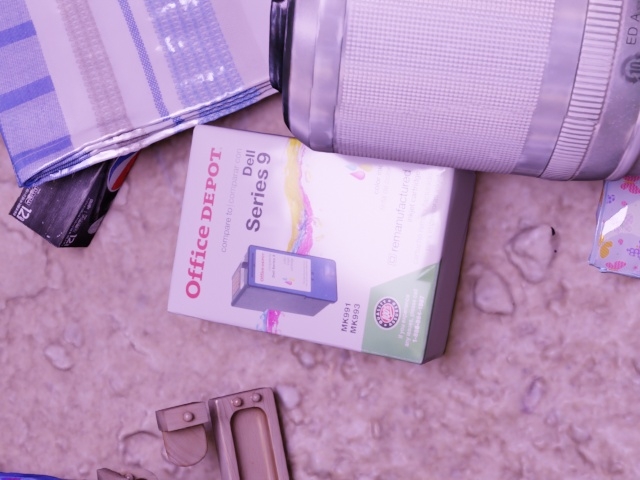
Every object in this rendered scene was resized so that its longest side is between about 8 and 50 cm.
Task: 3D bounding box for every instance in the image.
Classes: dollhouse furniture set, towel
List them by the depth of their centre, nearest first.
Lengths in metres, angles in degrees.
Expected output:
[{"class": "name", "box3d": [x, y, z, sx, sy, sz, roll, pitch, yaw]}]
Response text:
[{"class": "dollhouse furniture set", "box3d": [-0.082, 0.196, 0.841, 0.151, 0.123, 0.144, -9, 86, -23]}, {"class": "towel", "box3d": [-0.145, -0.180, 0.898, 0.285, 0.034, 0.209, -22, 75, 0]}]

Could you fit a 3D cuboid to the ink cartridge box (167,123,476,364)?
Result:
[{"class": "ink cartridge box", "box3d": [0.000, 0.000, 0.869, 0.212, 0.093, 0.154, 11, 94, 18]}]

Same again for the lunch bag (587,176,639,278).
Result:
[{"class": "lunch bag", "box3d": [0.239, -0.013, 0.818, 0.071, 0.053, 0.083, 9, 83, 15]}]

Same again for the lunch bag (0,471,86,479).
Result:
[{"class": "lunch bag", "box3d": [-0.288, 0.311, 0.946, 0.303, 0.115, 0.243, 0, 88, 16]}]

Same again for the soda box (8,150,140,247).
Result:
[{"class": "soda box", "box3d": [-0.194, -0.078, 0.948, 0.060, 0.053, 0.169, 33, 99, 13]}]

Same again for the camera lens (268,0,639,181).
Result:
[{"class": "camera lens", "box3d": [0.110, -0.157, 0.749, 0.274, 0.219, 0.219, 7, 92, 2]}]
